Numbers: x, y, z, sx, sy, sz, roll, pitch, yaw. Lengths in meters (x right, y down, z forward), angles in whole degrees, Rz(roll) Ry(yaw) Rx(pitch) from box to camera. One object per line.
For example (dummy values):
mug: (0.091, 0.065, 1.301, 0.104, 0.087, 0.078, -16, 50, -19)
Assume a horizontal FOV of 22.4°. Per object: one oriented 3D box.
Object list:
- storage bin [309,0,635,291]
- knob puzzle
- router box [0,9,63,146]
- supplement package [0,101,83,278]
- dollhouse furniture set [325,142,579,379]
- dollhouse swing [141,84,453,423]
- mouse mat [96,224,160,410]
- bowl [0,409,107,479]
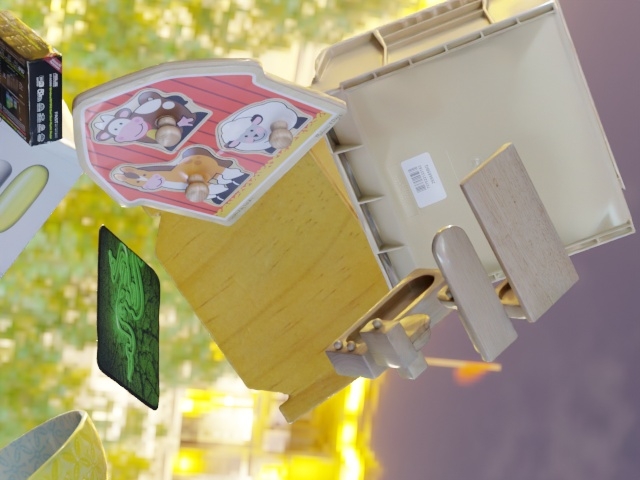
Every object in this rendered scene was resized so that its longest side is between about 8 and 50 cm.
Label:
storage bin: (0.153, -0.099, 1.627, 0.123, 0.260, 0.262, -90, 159, -65)
knob puzzle: (-0.103, -0.073, 1.241, 0.213, 0.213, 0.030, 120, -33, -50)
router box: (-0.295, -0.160, 1.584, 0.122, 0.038, 0.092, 40, -45, 43)
supplement package: (-0.401, -0.089, 1.795, 0.203, 0.194, 0.149, -51, -141, 13)
dollhouse furniture set: (0.077, 0.018, 1.233, 0.151, 0.144, 0.123, 2, -54, 54)
dollhouse swing: (0.000, 0.000, 2.167, 0.347, 0.315, 0.305, 55, 12, 1)
mouse mat: (-0.225, 0.092, 1.903, 0.152, 0.007, 0.189, 48, 32, -55)
bowl: (-0.365, 0.356, 1.990, 0.156, 0.289, 0.289, 57, -16, -10)
